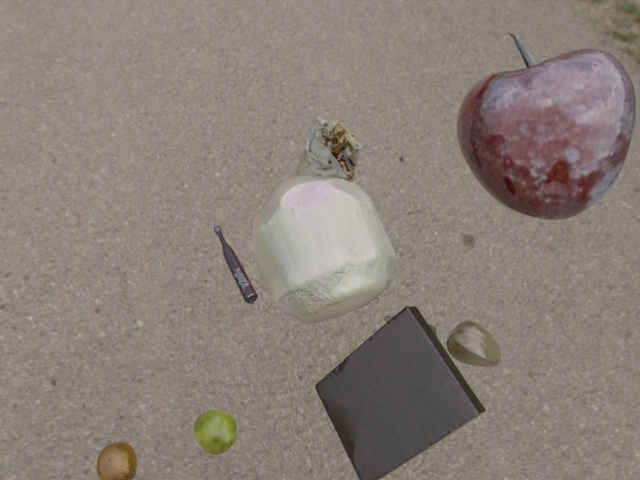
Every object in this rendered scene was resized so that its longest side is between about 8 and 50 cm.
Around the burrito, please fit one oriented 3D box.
[{"bbox_3d":[-0.016,-0.044,0.844,0.117,0.392,0.076,29,43,8],"label":"burrito"}]

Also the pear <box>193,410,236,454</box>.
[{"bbox_3d":[-0.224,0.406,0.971,0.097,0.092,0.092,35,66,18],"label":"pear"}]

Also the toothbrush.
[{"bbox_3d":[-0.270,0.061,1.386,0.041,0.040,0.364,-25,45,-13],"label":"toothbrush"}]

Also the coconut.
[{"bbox_3d":[0.000,0.000,0.547,0.171,0.171,0.182,-17,72,-9],"label":"coconut"}]

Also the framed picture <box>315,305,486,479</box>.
[{"bbox_3d":[0.077,0.173,0.504,0.023,0.168,0.127,9,41,-48],"label":"framed picture"}]

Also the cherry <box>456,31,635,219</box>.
[{"bbox_3d":[0.332,-0.174,0.680,0.213,0.236,0.285,-31,101,-51],"label":"cherry"}]

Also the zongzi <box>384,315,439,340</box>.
[{"bbox_3d":[0.276,0.302,1.331,0.176,0.078,0.160,21,30,-21],"label":"zongzi"}]

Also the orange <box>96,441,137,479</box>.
[{"bbox_3d":[-0.400,0.441,0.895,0.085,0.085,0.084,0,60,0],"label":"orange"}]

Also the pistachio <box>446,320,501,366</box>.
[{"bbox_3d":[0.404,0.275,1.179,0.108,0.186,0.126,-59,36,6],"label":"pistachio"}]
